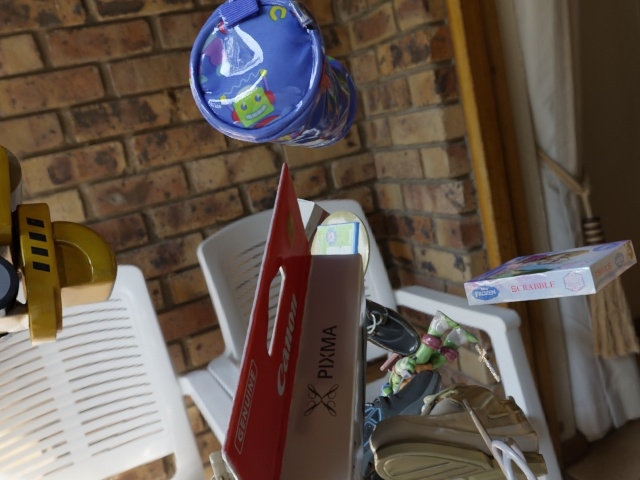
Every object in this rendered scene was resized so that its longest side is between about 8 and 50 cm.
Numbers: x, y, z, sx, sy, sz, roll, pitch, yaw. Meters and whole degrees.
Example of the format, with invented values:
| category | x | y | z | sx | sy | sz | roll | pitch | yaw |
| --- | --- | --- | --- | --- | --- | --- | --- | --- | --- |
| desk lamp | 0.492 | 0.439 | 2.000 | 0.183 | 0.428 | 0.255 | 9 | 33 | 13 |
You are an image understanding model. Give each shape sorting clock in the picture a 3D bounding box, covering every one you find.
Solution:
| category | x | y | z | sx | sy | sz | roll | pitch | yaw |
| --- | --- | --- | --- | --- | --- | --- | --- | --- | --- |
| shape sorting clock | 0.045 | 0.033 | 1.329 | 0.040 | 0.206 | 0.206 | 10 | -7 | -42 |

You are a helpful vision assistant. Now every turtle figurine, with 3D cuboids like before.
| category | x | y | z | sx | sy | sz | roll | pitch | yaw |
| --- | --- | --- | --- | --- | --- | --- | --- | --- | --- |
| turtle figurine | 0.269 | 0.320 | 1.330 | 0.266 | 0.197 | 0.275 | -54 | 3 | 0 |

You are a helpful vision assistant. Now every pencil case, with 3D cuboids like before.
| category | x | y | z | sx | sy | sz | roll | pitch | yaw |
| --- | --- | --- | --- | --- | --- | --- | --- | --- | --- |
| pencil case | -0.034 | -0.164 | 0.595 | 0.119 | 0.133 | 0.306 | -10 | 5 | 10 |

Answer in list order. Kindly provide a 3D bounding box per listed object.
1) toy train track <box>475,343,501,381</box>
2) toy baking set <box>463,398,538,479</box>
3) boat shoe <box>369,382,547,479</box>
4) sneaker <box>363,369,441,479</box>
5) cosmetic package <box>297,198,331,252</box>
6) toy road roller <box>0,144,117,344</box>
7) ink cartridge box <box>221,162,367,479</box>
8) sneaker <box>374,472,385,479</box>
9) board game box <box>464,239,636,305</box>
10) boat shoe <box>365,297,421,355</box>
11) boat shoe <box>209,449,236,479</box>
| category | x | y | z | sx | sy | sz | roll | pitch | yaw |
| --- | --- | --- | --- | --- | --- | --- | --- | --- | --- |
| toy train track | 0.340 | 0.244 | 1.140 | 0.014 | 0.048 | 0.083 | -19 | 57 | -14 |
| toy baking set | 0.198 | 0.249 | 0.445 | 0.030 | 0.197 | 0.256 | -30 | 40 | 6 |
| boat shoe | 0.160 | 0.227 | 0.672 | 0.113 | 0.103 | 0.302 | -29 | -37 | 32 |
| sneaker | 0.097 | 0.349 | 1.076 | 0.340 | 0.125 | 0.139 | -39 | 59 | -24 |
| cosmetic package | 0.000 | 0.000 | 1.756 | 0.129 | 0.153 | 0.296 | 13 | -12 | 43 |
| toy road roller | -0.477 | 0.009 | 0.940 | 0.240 | 0.330 | 0.202 | -5 | -21 | -29 |
| ink cartridge box | 0.001 | 0.118 | 0.511 | 0.066 | 0.261 | 0.296 | -2 | 43 | 8 |
| sneaker | 0.058 | 0.809 | 1.622 | 0.169 | 0.258 | 0.448 | 22 | 46 | 3 |
| board game box | 0.585 | 0.082 | 1.444 | 0.318 | 0.066 | 0.318 | -13 | 2 | 44 |
| boat shoe | 0.085 | 0.153 | 1.077 | 0.233 | 0.084 | 0.079 | 32 | 9 | 3 |
| boat shoe | -0.238 | 0.633 | 1.449 | 0.110 | 0.341 | 0.122 | -9 | 37 | -22 |
